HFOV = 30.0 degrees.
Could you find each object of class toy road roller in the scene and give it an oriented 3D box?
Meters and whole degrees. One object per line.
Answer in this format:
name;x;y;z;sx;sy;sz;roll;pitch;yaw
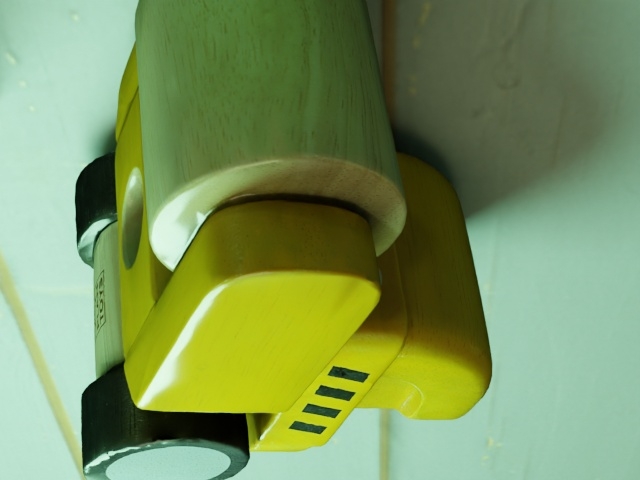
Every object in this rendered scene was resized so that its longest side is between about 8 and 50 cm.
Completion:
toy road roller;0.000;0.000;0.664;0.241;0.202;0.329;3;149;-20
